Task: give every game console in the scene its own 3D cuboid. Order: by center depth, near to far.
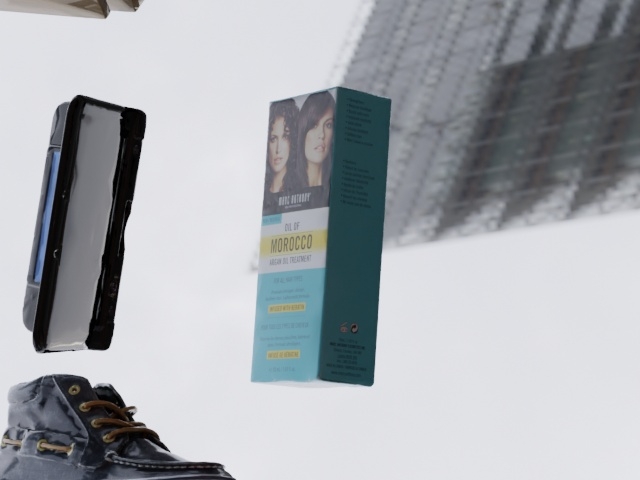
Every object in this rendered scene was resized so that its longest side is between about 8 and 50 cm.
[{"bbox_3d":[-0.132,-0.010,0.907,0.071,0.107,0.122,9,-89,-42],"label":"game console"}]

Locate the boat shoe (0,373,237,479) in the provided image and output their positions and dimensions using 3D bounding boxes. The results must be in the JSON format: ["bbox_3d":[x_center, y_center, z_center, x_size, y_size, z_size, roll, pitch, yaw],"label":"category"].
[{"bbox_3d":[-0.118,0.115,1.038,0.065,0.183,0.083,21,-112,-50],"label":"boat shoe"}]

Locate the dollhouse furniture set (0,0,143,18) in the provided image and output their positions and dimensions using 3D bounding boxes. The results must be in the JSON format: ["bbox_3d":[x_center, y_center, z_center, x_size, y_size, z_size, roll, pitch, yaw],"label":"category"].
[{"bbox_3d":[-0.173,-0.224,1.232,0.151,0.123,0.144,-62,-32,-37],"label":"dollhouse furniture set"}]

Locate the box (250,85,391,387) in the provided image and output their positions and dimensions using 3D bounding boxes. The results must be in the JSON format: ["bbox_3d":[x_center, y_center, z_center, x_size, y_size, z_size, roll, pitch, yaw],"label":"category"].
[{"bbox_3d":[0.000,0.000,1.548,0.060,0.100,0.244,10,-100,-36],"label":"box"}]
